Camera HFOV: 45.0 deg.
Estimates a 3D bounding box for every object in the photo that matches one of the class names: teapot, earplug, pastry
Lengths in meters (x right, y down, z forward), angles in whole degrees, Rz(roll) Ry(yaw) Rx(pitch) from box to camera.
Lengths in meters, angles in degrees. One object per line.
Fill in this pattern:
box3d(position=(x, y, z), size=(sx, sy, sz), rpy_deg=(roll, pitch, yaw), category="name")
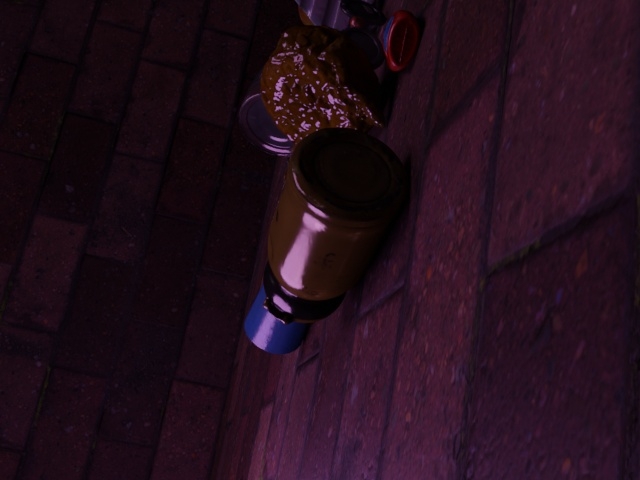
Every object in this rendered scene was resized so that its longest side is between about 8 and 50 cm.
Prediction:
box3d(position=(-0.077, -0.404, 2.282), size=(0.315, 0.233, 0.312), rpy_deg=(74, -155, -46), category="teapot")
box3d(position=(-0.058, 0.095, 1.594), size=(0.132, 0.132, 0.273), rpy_deg=(-88, 18, -53), category="earplug")
box3d(position=(0.008, -0.283, 1.414), size=(0.235, 0.240, 0.132), rpy_deg=(-27, 17, 52), category="pastry")

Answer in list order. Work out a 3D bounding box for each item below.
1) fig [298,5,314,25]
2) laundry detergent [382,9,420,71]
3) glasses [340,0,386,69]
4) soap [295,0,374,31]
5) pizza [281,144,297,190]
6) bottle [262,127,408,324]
box3d(position=(0.007, -0.634, 2.239), size=(0.160, 0.143, 0.230), rpy_deg=(8, -92, -68), category="fig")
box3d(position=(0.129, -0.337, 1.298), size=(0.165, 0.049, 0.097), rpy_deg=(-95, 17, -72), category="laundry detergent")
box3d(position=(0.047, -0.343, 1.599), size=(0.268, 0.118, 0.234), rpy_deg=(112, 166, -46), category="glasses")
box3d(position=(0.051, -0.618, 1.680), size=(0.115, 0.208, 0.347), rpy_deg=(-109, 32, -77), category="soap")
box3d(position=(-0.037, -0.192, 2.010), size=(0.229, 0.081, 0.289), rpy_deg=(-121, 45, -69), category="pizza")
box3d(position=(0.000, 0.000, 1.199), size=(0.351, 0.171, 0.171), rpy_deg=(114, 166, -52), category="bottle")
